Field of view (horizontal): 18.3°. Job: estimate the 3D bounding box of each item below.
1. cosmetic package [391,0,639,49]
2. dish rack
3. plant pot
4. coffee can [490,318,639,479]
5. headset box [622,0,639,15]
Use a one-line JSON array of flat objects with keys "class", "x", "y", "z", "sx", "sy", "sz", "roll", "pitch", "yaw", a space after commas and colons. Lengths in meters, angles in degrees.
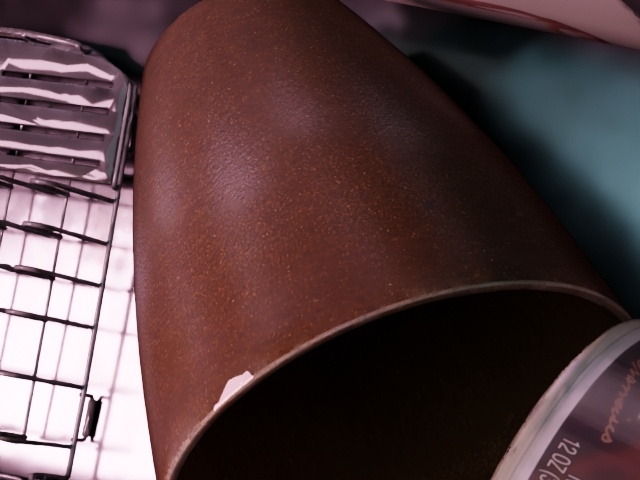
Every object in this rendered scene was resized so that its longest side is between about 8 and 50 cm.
[{"class": "cosmetic package", "x": 0.042, "y": -0.193, "z": 0.935, "sx": 0.296, "sy": 0.129, "sz": 0.153, "roll": 16, "pitch": 88, "yaw": 27}, {"class": "dish rack", "x": -0.202, "y": 0.016, "z": 1.052, "sx": 0.208, "sy": 0.074, "sz": 0.271, "roll": 8, "pitch": 85, "yaw": 26}, {"class": "plant pot", "x": 0.000, "y": 0.000, "z": 0.900, "sx": 0.215, "sy": 0.215, "sz": 0.230, "roll": -35, "pitch": 54, "yaw": 17}, {"class": "coffee can", "x": 0.205, "y": 0.174, "z": 0.758, "sx": 0.275, "sy": 0.201, "sz": 0.201, "roll": 24, "pitch": 93, "yaw": 27}, {"class": "headset box", "x": 0.222, "y": -0.124, "z": 0.745, "sx": 0.218, "sy": 0.293, "sz": 0.110, "roll": 13, "pitch": 88, "yaw": 26}]
